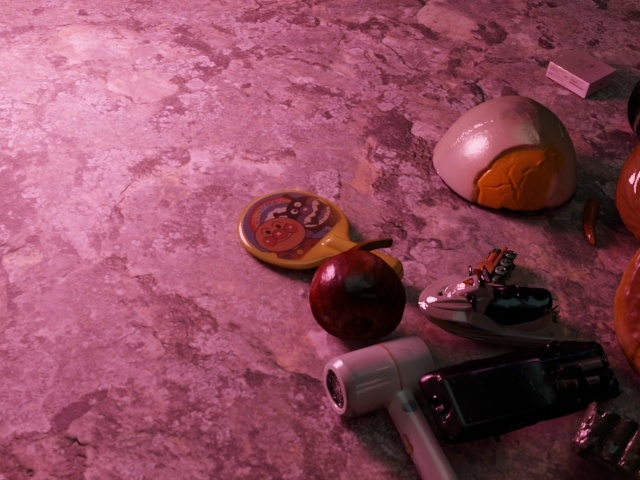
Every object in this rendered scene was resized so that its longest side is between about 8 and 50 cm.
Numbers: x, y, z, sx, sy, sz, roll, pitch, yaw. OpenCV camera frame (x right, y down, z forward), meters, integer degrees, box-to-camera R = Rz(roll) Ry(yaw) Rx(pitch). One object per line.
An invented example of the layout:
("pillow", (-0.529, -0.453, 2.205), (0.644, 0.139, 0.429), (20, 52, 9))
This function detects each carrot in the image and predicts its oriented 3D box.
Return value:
("carrot", (0.592, -0.044, 1.903), (0.035, 0.035, 0.142), (13, 51, 5))

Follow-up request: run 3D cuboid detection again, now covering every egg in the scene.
("egg", (0.432, -0.219, 1.942), (0.336, 0.201, 0.337), (6, 42, -6))

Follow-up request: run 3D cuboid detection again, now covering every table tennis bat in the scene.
("table tennis bat", (0.000, 0.000, 1.751), (0.368, 0.054, 0.224), (25, 47, 22))

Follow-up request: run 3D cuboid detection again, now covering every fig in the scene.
("fig", (0.062, 0.076, 1.594), (0.175, 0.175, 0.207), (0, 54, -9))

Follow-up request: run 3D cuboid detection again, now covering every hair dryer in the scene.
("hair dryer", (0.150, 0.323, 1.413), (0.173, 0.108, 0.357), (-14, 54, -21))

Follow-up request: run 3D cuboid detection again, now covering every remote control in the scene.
("remote control", (0.354, 0.249, 1.477), (0.398, 0.062, 0.145), (-7, 62, -31))

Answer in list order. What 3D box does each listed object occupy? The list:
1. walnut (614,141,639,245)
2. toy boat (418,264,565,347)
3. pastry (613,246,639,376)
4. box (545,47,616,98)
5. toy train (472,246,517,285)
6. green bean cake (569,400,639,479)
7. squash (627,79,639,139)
("walnut", (0.806, -0.092, 1.781), (0.397, 0.308, 0.354), (-23, 39, -17))
("toy boat", (0.327, 0.122, 1.620), (0.269, 0.141, 0.141), (16, 42, -12))
("pastry", (0.684, 0.133, 1.526), (0.163, 0.356, 0.356), (3, 38, -40))
("box", (0.697, -0.448, 2.326), (0.129, 0.051, 0.130), (-29, 55, -32))
("toy train", (0.356, 0.050, 1.762), (0.064, 0.044, 0.103), (18, 43, 26))
("green bean cake", (0.494, 0.340, 1.384), (0.181, 0.173, 0.094), (29, 87, 19))
("squash", (0.883, -0.320, 2.140), (0.252, 0.165, 0.252), (7, 42, -6))
